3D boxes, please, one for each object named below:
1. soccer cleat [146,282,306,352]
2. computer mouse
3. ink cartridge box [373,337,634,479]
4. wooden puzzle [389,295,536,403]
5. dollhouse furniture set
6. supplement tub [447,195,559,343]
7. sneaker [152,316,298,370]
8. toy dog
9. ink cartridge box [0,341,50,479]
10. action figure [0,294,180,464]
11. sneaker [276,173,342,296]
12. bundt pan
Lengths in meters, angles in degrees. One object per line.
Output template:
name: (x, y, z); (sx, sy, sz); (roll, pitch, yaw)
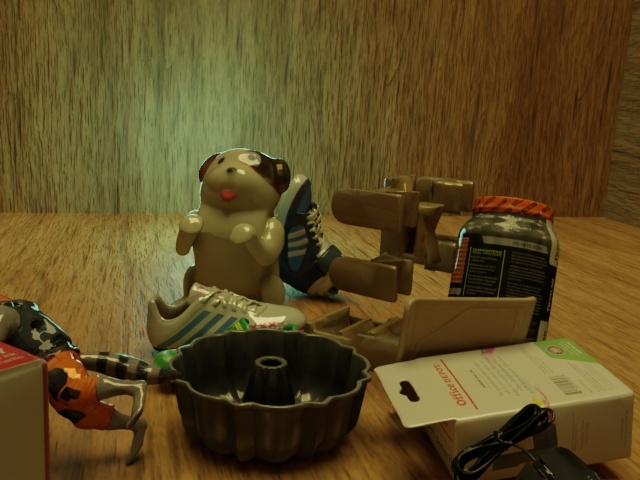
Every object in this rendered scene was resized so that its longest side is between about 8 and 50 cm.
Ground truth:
soccer cleat: (-0.197, 0.153, 1.433); (0.331, 0.143, 0.116); (-7, 14, -3)
computer mouse: (0.272, 0.336, 0.883); (0.184, 0.060, 0.262); (-33, 42, 4)
ink cartridge box: (0.278, 0.268, 1.106); (0.353, 0.119, 0.207); (-6, 17, -8)
wooden puzzle: (0.242, 0.188, 1.208); (0.238, 0.221, 0.044); (-1, 29, -11)
dollhouse furniture set: (0.124, 0.056, 1.469); (0.256, 0.394, 0.362); (10, 14, 31)
supplement tub: (0.370, 0.091, 1.424); (0.207, 0.338, 0.207); (11, -5, 1)
sneaker: (-0.174, 0.207, 1.331); (0.295, 0.124, 0.109); (-3, 13, -21)
toy dog: (-0.186, -0.020, 1.703); (0.284, 0.408, 0.395); (9, 14, 22)
ink cartridge box: (-0.485, 0.230, 0.778); (0.384, 0.279, 0.160); (11, 15, 32)
action figure: (-0.391, 0.192, 1.026); (0.330, 0.178, 0.341); (31, -21, 5)
sneaker: (0.000, 0.001, 1.864); (0.236, 0.323, 0.130); (20, 26, 10)
bundt pan: (-0.083, 0.255, 1.140); (0.330, 0.124, 0.331); (3, 11, -1)
